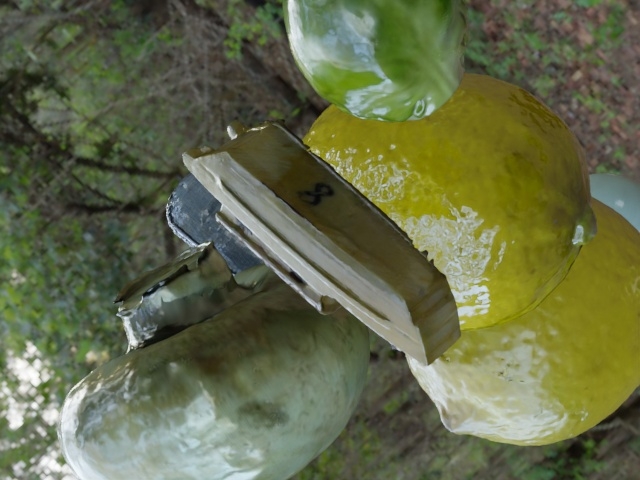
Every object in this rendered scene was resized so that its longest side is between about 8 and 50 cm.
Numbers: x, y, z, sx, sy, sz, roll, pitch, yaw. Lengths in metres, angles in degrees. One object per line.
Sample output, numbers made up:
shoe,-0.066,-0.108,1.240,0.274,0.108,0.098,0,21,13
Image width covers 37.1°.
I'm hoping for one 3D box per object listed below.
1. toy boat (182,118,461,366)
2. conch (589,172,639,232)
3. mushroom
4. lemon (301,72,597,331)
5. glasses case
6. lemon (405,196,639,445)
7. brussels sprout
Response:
toy boat,0.000,0.000,0.639,0.226,0.068,0.088,41,145,21
conch,0.501,-0.019,1.631,0.121,0.221,0.185,-73,-9,-54
mushroom,-0.113,0.145,1.027,0.260,0.352,0.352,61,173,-7
lemon,0.103,-0.038,0.899,0.319,0.245,0.245,10,154,31
glasses case,-0.079,0.013,1.268,0.282,0.109,0.067,38,171,2
lemon,0.262,0.090,1.188,0.336,0.336,0.336,46,175,5
brussels sprout,0.040,-0.152,0.638,0.155,0.117,0.155,30,-134,-37
